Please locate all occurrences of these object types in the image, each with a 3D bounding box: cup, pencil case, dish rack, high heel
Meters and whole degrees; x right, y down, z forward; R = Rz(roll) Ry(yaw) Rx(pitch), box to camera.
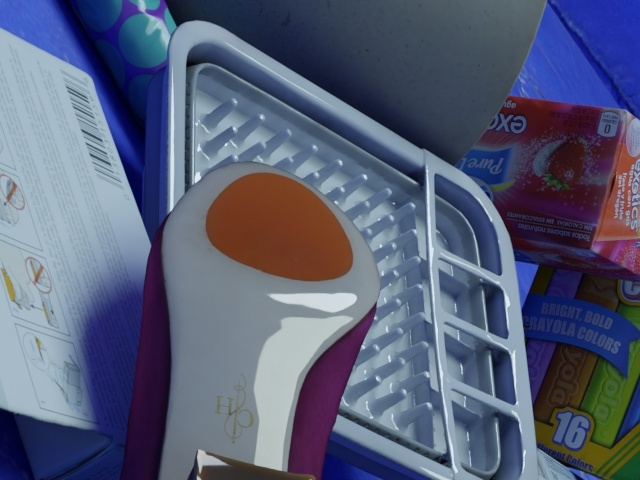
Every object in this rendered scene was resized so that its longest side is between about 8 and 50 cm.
[{"bbox_3d":[-0.010,-0.219,1.504,0.237,0.331,0.331,14,41,-27],"label":"cup"},{"bbox_3d":[-0.125,-0.145,1.389,0.070,0.064,0.151,-26,86,-36],"label":"pencil case"},{"bbox_3d":[0.004,0.030,1.321,0.333,0.072,0.285,30,43,-35],"label":"dish rack"},{"bbox_3d":[-0.058,0.110,1.018,0.127,0.181,0.377,20,32,-6],"label":"high heel"}]

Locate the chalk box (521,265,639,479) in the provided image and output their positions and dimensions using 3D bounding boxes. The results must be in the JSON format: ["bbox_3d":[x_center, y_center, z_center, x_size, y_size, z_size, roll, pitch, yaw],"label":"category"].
[{"bbox_3d":[0.292,0.074,1.742,0.179,0.289,0.180,19,-5,31],"label":"chalk box"}]

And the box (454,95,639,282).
[{"bbox_3d":[0.159,-0.051,1.670,0.128,0.257,0.122,24,79,-54],"label":"box"}]

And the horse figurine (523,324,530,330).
[{"bbox_3d":[0.081,0.076,1.530,0.174,0.066,0.263,66,28,-25],"label":"horse figurine"}]

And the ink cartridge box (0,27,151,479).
[{"bbox_3d":[-0.167,0.001,1.055,0.239,0.060,0.275,25,38,-59],"label":"ink cartridge box"}]

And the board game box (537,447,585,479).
[{"bbox_3d":[0.240,0.340,1.601,0.319,0.066,0.318,36,29,-51],"label":"board game box"}]
